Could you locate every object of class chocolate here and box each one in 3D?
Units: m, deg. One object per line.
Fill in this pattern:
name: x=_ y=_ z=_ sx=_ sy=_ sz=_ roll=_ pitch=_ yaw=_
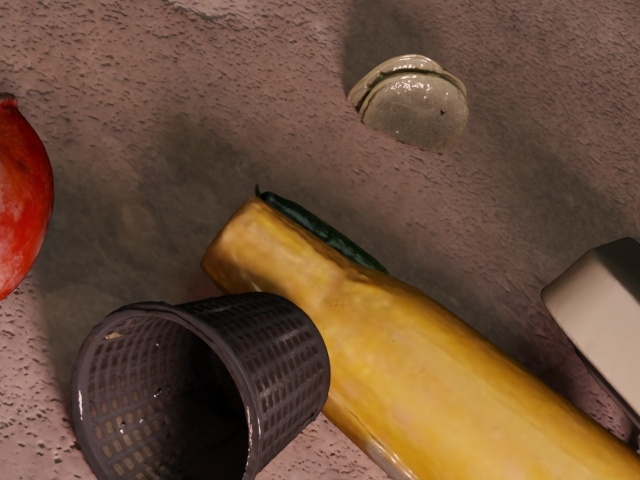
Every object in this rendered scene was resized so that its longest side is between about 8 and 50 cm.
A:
chocolate: x=0.085 y=0.135 z=1.506 sx=0.445 sy=0.162 sz=0.162 roll=39 pitch=43 yaw=4

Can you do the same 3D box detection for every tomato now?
tomato: x=-0.305 y=-0.060 z=1.419 sx=0.228 sy=0.101 sz=0.228 roll=17 pitch=47 yaw=-19

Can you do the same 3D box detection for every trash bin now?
trash bin: x=-0.078 y=0.112 z=1.394 sx=0.175 sy=0.175 sz=0.161 roll=50 pitch=34 yaw=10

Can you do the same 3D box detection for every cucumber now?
cucumber: x=0.000 y=0.000 z=1.625 sx=0.155 sy=0.037 sz=0.037 roll=36 pitch=43 yaw=-7

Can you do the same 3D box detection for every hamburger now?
hamburger: x=0.094 y=-0.141 z=1.772 sx=0.121 sy=0.084 sz=0.054 roll=18 pitch=49 yaw=-20

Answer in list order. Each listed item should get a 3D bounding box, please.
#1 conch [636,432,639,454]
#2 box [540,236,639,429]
conch: x=0.318 y=0.257 z=1.624 sx=0.180 sy=0.088 sz=0.065 roll=59 pitch=2 yaw=29
box: x=0.356 y=0.159 z=1.598 sx=0.373 sy=0.090 sz=0.367 roll=49 pitch=14 yaw=9
